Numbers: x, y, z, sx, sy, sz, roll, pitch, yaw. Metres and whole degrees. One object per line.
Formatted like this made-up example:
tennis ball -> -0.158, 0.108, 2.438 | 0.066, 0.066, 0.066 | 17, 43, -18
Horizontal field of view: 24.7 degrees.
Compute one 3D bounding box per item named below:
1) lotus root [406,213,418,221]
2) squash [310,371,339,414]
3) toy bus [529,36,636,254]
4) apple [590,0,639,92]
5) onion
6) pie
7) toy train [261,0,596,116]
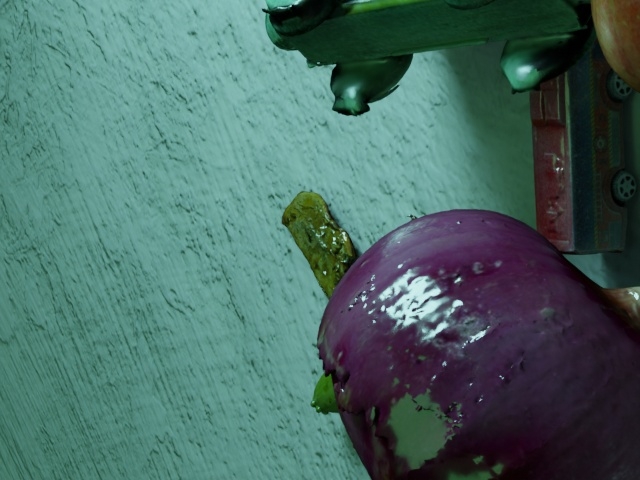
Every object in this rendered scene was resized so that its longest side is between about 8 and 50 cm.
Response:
lotus root -> 0.126, 0.027, 1.404 | 0.150, 0.062, 0.073 | 45, 126, 43
squash -> 0.044, 0.141, 1.557 | 0.201, 0.066, 0.066 | -42, 63, 52
toy bus -> 0.217, -0.083, 1.223 | 0.065, 0.077, 0.192 | 7, 103, 56
apple -> 0.286, -0.167, 0.982 | 0.209, 0.209, 0.164 | 34, 131, 49
onion -> 0.170, 0.117, 1.134 | 0.358, 0.358, 0.345 | 10, 64, 56
pie -> 0.000, 0.000, 1.623 | 0.170, 0.034, 0.092 | 59, 144, 40
toy train -> 0.118, -0.235, 1.225 | 0.369, 0.237, 0.150 | 0, 137, 45
